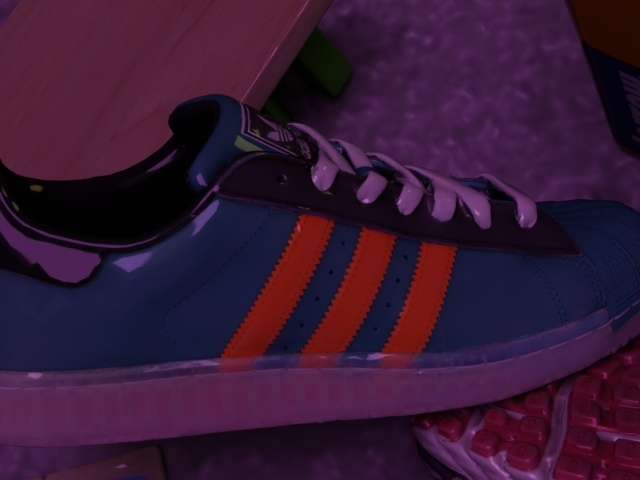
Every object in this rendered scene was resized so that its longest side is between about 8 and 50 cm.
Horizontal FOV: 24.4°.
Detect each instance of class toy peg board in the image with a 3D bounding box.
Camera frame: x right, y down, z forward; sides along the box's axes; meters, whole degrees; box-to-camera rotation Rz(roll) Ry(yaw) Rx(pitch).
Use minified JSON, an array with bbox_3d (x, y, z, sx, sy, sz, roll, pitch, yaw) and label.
[{"bbox_3d":[-0.078,-0.070,0.718,0.160,0.079,0.161,27,79,36],"label":"toy peg board"}]

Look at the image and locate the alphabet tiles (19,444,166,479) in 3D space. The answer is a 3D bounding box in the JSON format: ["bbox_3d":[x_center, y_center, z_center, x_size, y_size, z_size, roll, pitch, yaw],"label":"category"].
[{"bbox_3d":[-0.152,0.254,0.648,0.342,0.011,0.285,-17,69,7],"label":"alphabet tiles"}]

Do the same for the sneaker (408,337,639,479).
[{"bbox_3d":[0.166,0.123,0.568,0.299,0.121,0.112,19,121,29],"label":"sneaker"}]

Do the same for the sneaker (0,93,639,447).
[{"bbox_3d":[0.000,0.000,0.593,0.302,0.108,0.121,-8,108,-13],"label":"sneaker"}]

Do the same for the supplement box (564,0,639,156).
[{"bbox_3d":[0.294,-0.086,0.538,0.356,0.195,0.194,26,79,28],"label":"supplement box"}]
